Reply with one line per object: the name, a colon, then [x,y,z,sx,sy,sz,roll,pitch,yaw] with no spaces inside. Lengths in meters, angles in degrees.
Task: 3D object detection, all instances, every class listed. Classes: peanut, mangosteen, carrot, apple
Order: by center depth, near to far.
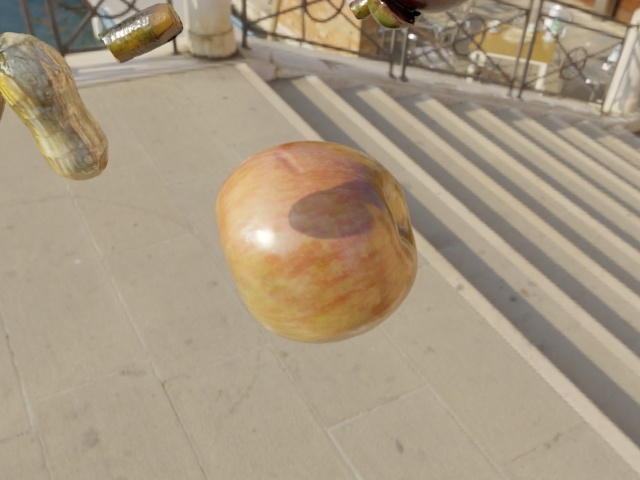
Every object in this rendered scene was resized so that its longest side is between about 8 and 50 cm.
mangosteen: [0.114,-0.344,0.831,0.200,0.199,0.199,2,41,-2]
peanut: [-0.332,-0.162,0.847,0.087,0.206,0.087,-12,41,10]
apple: [0.000,0.000,1.296,0.347,0.391,0.391,-17,39,11]
carrot: [-0.367,-0.422,1.389,0.173,0.082,0.082,-23,39,13]

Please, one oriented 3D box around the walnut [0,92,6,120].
walnut: [-0.756,-0.290,1.296,0.307,0.343,0.306,10,16,-3]
